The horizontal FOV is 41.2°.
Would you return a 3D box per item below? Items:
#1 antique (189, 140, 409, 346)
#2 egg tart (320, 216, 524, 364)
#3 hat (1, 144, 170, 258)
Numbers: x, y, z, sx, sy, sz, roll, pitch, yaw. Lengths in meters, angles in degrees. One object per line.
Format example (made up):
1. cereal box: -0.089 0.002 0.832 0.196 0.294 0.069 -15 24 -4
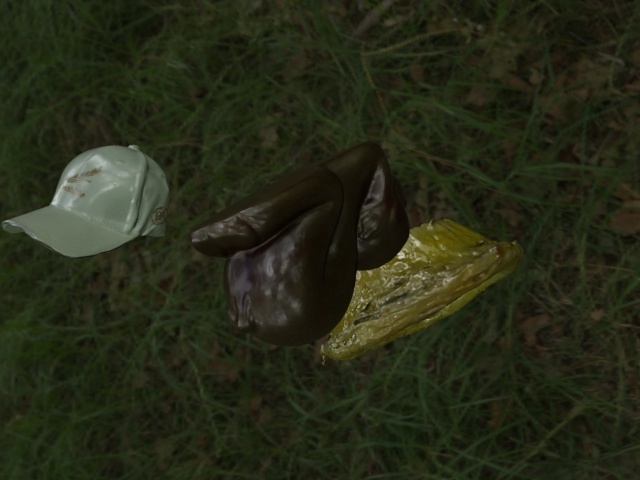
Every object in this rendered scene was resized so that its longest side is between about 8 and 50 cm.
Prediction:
1. antique: 0.000 0.000 0.813 0.121 0.257 0.143 -20 102 37
2. egg tart: 0.121 0.055 1.130 0.315 0.315 0.120 -34 78 32
3. hat: -0.459 -0.084 1.620 0.258 0.301 0.168 14 114 33
